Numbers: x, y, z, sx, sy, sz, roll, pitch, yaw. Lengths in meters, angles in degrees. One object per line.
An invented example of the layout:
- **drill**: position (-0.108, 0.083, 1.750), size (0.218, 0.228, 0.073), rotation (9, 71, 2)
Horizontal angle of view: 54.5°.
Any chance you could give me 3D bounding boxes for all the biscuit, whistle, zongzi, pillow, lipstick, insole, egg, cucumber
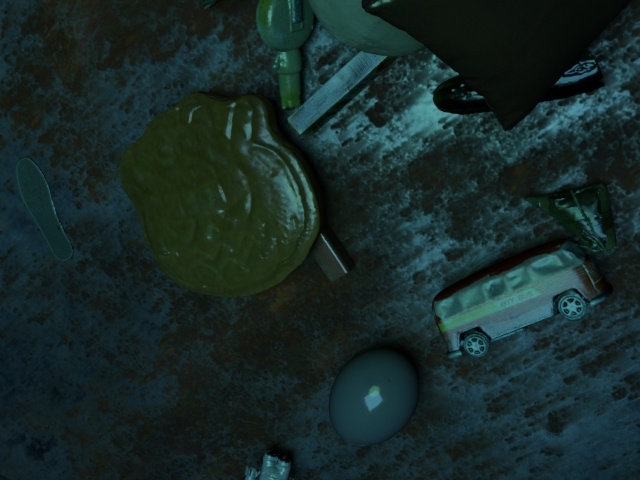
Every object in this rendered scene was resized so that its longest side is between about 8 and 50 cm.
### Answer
- **biscuit**: position (-0.185, -0.073, 1.100), size (0.385, 0.062, 0.364), rotation (-22, 94, 30)
- **whistle**: position (-0.050, -0.309, 0.999), size (0.057, 0.104, 0.198), rotation (22, 127, 39)
- **zongzi**: position (0.380, -0.024, 0.944), size (0.119, 0.055, 0.109), rotation (-11, 86, 23)
- **pillow**: position (0.247, -0.320, 0.747), size (0.308, 0.108, 0.305), rotation (28, 111, -33)
- **lipstick**: position (0.000, 0.000, 1.095), size (0.045, 0.045, 0.145), rotation (-33, 92, 22)
- **insole**: position (-0.582, -0.062, 1.303), size (0.080, 0.003, 0.231), rotation (-17, 99, 23)
- **egg**: position (0.090, 0.276, 1.089), size (0.146, 0.146, 0.198), rotation (38, 121, 5)
- **cucumber**: position (0.283, -0.230, 0.914), size (0.242, 0.074, 0.074), rotation (-8, 103, 22)

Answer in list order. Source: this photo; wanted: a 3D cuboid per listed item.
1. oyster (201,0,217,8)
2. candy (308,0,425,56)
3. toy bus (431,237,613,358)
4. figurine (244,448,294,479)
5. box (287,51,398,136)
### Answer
- **oyster**: position (-0.085, -0.474, 0.946), size (0.351, 0.162, 0.158), rotation (-31, 133, 32)
- **candy**: position (0.105, -0.383, 0.827), size (0.296, 0.185, 0.295), rotation (-11, 130, -13)
- **toy bus**: position (0.308, 0.088, 0.978), size (0.265, 0.121, 0.119), rotation (-27, 86, 24)
- **figurine**: position (-0.114, 0.532, 1.262), size (0.138, 0.112, 0.228), rotation (17, 97, 6)
- **box**: position (0.035, -0.247, 1.008), size (0.207, 0.050, 0.041), rotation (-39, 86, 25)
